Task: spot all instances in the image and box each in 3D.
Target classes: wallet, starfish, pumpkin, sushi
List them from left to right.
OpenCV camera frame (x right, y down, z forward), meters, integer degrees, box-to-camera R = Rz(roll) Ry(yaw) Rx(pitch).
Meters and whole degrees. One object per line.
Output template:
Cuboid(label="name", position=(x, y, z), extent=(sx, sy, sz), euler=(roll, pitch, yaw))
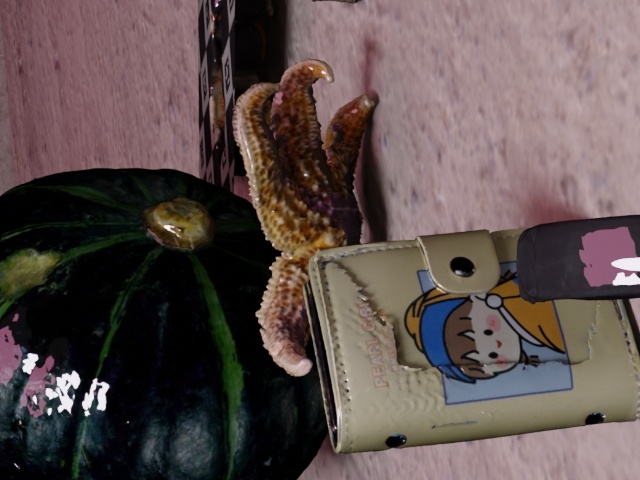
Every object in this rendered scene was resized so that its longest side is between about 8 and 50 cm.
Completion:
Cuboid(label="pumpkin", position=(-0.131, 0.066, 1.179), extent=(0.315, 0.315, 0.238), euler=(-116, 34, -51))
Cuboid(label="sushi", position=(-0.068, -0.181, 1.377), extent=(0.264, 0.050, 0.290), euler=(-138, 47, -75))
Cuboid(label="starfish", position=(-0.001, 0.001, 1.089), extent=(0.071, 0.216, 0.238), euler=(-13, 112, 37))
Cuboid(label="wallet", position=(0.075, 0.045, 0.798), extent=(0.039, 0.155, 0.110), euler=(104, 158, -59))

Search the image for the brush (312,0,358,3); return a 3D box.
Cuboid(label="brush", position=(-0.006, -0.290, 1.185), extent=(0.036, 0.043, 0.248), euler=(116, 148, -66))

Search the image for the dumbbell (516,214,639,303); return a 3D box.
Cuboid(label="dumbbell", position=(0.149, 0.076, 0.600), extent=(0.143, 0.143, 0.325), euler=(173, 95, -72))
